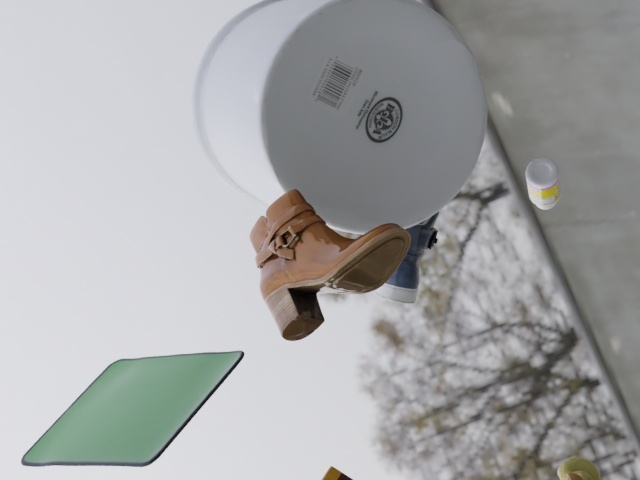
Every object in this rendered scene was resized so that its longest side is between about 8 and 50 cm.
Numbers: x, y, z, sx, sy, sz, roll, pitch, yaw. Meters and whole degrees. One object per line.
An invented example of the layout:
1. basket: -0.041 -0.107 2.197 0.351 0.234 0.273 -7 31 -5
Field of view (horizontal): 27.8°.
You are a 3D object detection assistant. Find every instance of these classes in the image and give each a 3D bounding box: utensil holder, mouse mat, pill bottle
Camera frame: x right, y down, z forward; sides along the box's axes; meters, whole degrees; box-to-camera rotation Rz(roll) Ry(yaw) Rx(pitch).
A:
1. utensil holder: 0.019 -0.179 1.777 0.327 0.328 0.385 63 169 -15
2. mouse mat: -0.170 0.151 1.162 0.152 0.190 0.007 -49 -62 -41
3. pill bottle: 0.293 -0.072 1.697 0.083 0.043 0.043 62 -169 -63

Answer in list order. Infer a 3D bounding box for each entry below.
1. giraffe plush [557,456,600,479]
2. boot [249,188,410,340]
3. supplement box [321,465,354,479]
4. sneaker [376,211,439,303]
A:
1. giraffe plush: 0.253 0.268 1.034 0.170 0.210 0.181 26 179 -9
2. boot: 0.000 0.000 1.443 0.073 0.197 0.152 28 -147 -47
3. supplement box: 0.058 0.478 2.040 0.194 0.129 0.191 31 160 10
4. sneaker: 0.124 0.000 2.018 0.226 0.086 0.163 -134 53 -80
